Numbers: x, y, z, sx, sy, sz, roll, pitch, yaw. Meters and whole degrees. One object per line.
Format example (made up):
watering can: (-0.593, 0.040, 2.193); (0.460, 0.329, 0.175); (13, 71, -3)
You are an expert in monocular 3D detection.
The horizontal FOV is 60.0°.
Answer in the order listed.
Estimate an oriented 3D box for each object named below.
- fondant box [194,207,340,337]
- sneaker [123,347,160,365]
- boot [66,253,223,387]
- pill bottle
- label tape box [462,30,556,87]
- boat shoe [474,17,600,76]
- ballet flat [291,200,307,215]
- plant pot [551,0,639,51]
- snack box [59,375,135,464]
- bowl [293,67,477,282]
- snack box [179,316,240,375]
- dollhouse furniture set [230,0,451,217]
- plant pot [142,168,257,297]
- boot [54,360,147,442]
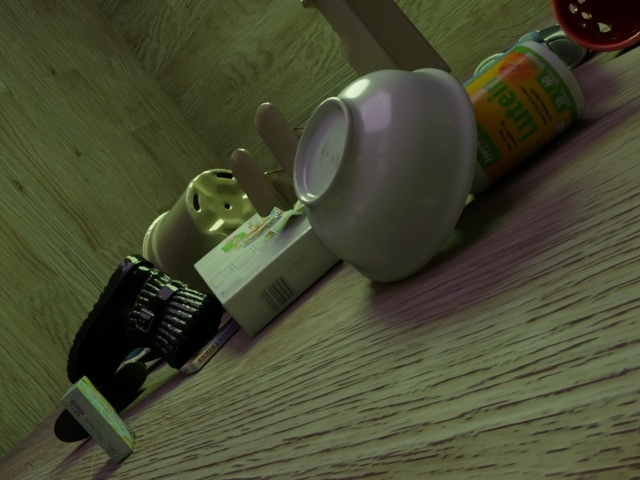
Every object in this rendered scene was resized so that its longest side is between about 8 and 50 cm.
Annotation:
fondant box: (-0.124, 0.044, 1.173); (0.238, 0.096, 0.330); (-41, 23, -10)
sneaker: (-0.473, 0.268, 1.564); (0.275, 0.110, 0.107); (-43, -24, 31)
boot: (-0.393, 0.228, 1.231); (0.348, 0.260, 0.131); (-63, -20, 5)
pill bottle: (0.231, -0.152, 0.791); (0.245, 0.136, 0.136); (-38, 8, 7)
label tape box: (0.328, -0.254, 1.029); (0.249, 0.115, 0.348); (-35, 11, 27)
boat shoe: (0.471, -0.397, 1.225); (0.091, 0.114, 0.302); (-42, 21, -20)
ballet flat: (-0.012, -0.137, 1.567); (0.182, 0.164, 0.483); (-48, 11, 36)
plant pot: (0.523, -0.443, 0.947); (0.174, 0.191, 0.191); (-35, 6, -28)
snack box: (-0.374, 0.301, 0.940); (0.037, 0.141, 0.100); (-40, 8, -13)
bowl: (0.053, -0.100, 0.734); (0.298, 0.134, 0.298); (-34, 50, 54)
snack box: (-0.221, 0.214, 1.175); (0.064, 0.022, 0.178); (-34, 9, 44)
dollhouse furniture set: (0.026, -0.287, 1.132); (0.362, 0.257, 0.394); (-19, -21, -42)
plant pot: (-0.296, -0.024, 1.536); (0.334, 0.334, 0.305); (-45, -1, -39)
boot: (-0.538, 0.400, 1.399); (0.263, 0.091, 0.229); (-38, 1, -27)
